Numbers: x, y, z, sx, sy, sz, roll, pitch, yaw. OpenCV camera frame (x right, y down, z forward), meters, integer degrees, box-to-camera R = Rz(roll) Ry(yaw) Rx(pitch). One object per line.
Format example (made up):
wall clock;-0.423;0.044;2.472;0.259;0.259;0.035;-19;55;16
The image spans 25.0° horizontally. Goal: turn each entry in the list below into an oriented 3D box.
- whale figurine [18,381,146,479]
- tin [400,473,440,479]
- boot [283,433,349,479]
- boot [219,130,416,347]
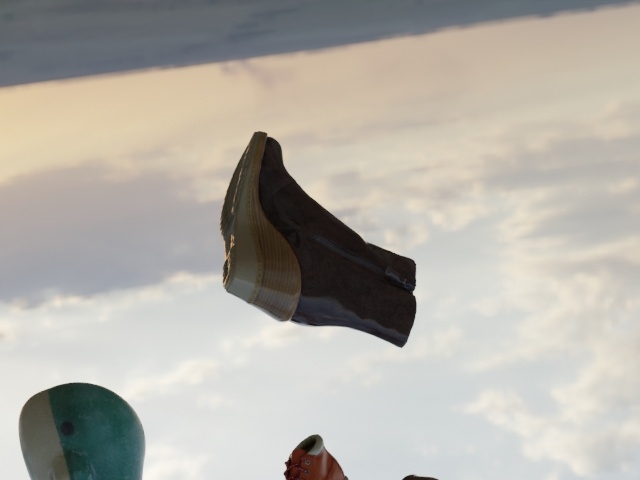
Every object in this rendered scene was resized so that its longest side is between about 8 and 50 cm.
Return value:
whale figurine;-0.260;0.296;1.717;0.141;0.272;0.216;-21;161;-8
tin;0.099;0.350;1.670;0.040;0.106;0.190;2;-150;32
boot;-0.024;0.276;1.578;0.059;0.085;0.158;-14;-163;28
boot;0.000;0.000;1.550;0.207;0.090;0.248;17;-136;-15
